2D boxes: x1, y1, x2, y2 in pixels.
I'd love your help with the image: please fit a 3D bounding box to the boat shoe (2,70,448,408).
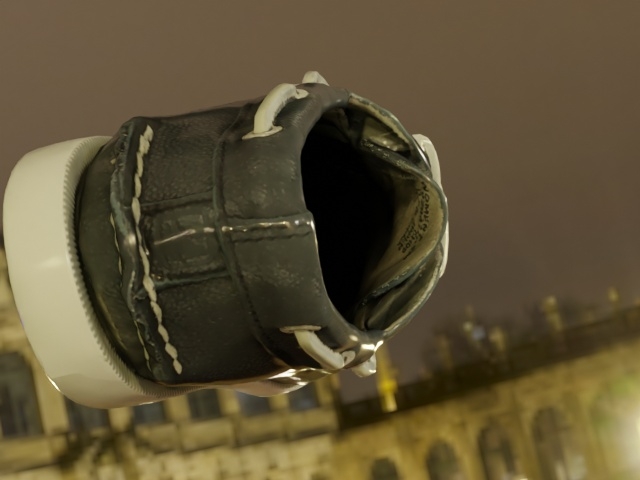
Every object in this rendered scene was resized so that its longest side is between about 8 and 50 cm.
[{"bbox_3d":[0.000,0.000,0.611,0.091,0.114,0.302,-12,5,17],"label":"boat shoe"}]
